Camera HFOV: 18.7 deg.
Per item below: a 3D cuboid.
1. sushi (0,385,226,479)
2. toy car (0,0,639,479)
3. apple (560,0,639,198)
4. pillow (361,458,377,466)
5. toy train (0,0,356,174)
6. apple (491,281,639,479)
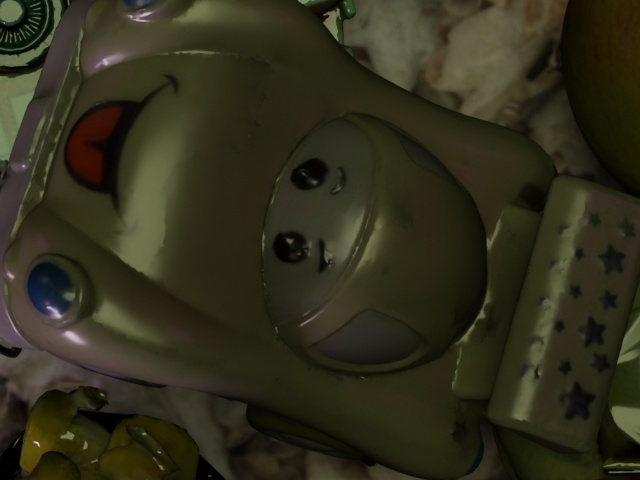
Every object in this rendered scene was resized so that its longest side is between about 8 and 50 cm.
[{"bbox_3d":[-0.121,0.280,1.171,0.328,0.285,0.328,45,83,3],"label":"sushi"},{"bbox_3d":[0.000,0.000,1.143,0.336,0.226,0.242,25,77,-35],"label":"toy car"},{"bbox_3d":[0.284,-0.113,1.273,0.260,0.261,0.194,7,85,-2],"label":"apple"},{"bbox_3d":[0.006,0.034,1.330,0.208,0.055,0.141,43,90,4],"label":"pillow"},{"bbox_3d":[-0.130,-0.130,1.308,0.326,0.129,0.159,-16,89,-6],"label":"toy train"},{"bbox_3d":[0.207,0.084,1.275,0.207,0.173,0.188,-24,58,34],"label":"apple"}]
